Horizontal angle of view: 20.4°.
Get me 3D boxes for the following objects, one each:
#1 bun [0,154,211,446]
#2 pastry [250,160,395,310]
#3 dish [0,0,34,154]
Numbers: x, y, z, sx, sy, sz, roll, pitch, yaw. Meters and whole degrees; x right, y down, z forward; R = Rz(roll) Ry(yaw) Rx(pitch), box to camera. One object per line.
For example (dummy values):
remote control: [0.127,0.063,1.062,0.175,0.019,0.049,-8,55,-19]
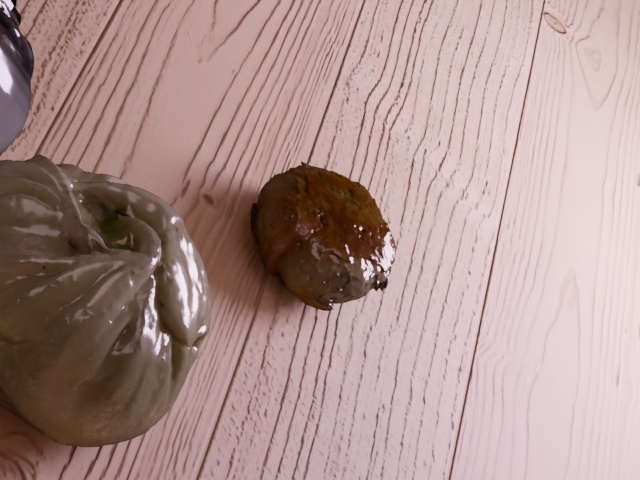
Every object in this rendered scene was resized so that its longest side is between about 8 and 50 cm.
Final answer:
bun: [-0.187,0.037,1.390,0.259,0.160,0.259,30,42,-31]
pastry: [0.002,-0.004,1.697,0.153,0.081,0.153,25,47,-30]
dish: [-0.297,-0.207,1.376,0.273,0.134,0.273,46,-8,8]
